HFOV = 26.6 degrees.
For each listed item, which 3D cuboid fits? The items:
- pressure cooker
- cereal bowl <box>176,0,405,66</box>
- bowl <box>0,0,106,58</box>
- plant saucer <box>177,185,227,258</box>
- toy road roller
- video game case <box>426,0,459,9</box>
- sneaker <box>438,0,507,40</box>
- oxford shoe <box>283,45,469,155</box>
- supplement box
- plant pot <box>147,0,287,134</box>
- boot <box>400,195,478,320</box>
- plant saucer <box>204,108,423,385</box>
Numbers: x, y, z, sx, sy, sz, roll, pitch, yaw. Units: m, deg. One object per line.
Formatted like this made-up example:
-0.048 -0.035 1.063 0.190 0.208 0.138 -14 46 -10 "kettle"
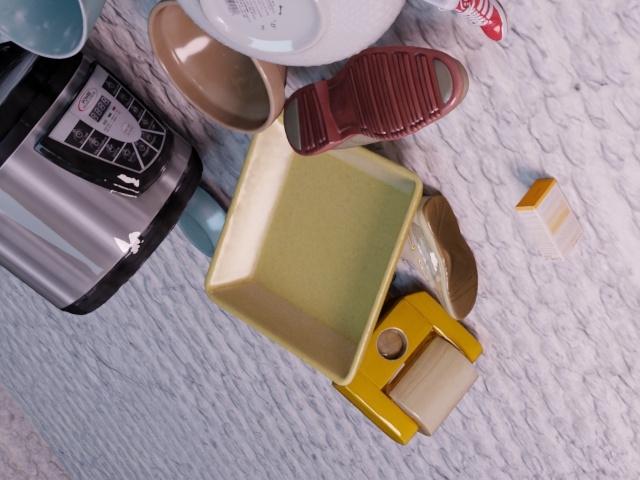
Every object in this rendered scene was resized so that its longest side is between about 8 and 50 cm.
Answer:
-0.454 -0.124 2.233 0.420 0.375 0.370 40 179 -16 "pressure cooker"
-0.053 -0.333 1.680 0.338 0.141 0.339 11 147 7 "cereal bowl"
-0.419 -0.444 2.031 0.311 0.163 0.312 29 147 21 "bowl"
-0.214 -0.025 2.436 0.195 0.037 0.195 40 156 22 "plant saucer"
0.080 0.166 2.237 0.329 0.202 0.240 43 167 -5 "toy road roller"
0.056 -0.448 1.448 0.329 0.036 0.300 28 110 20 "video game case"
0.184 -0.280 1.654 0.042 0.067 0.118 3 133 47 "sneaker"
0.093 -0.195 1.832 0.348 0.130 0.123 -6 93 53 "oxford shoe"
0.312 -0.027 1.844 0.036 0.062 0.098 -2 128 49 "supplement box"
-0.128 -0.278 1.964 0.237 0.110 0.237 31 150 20 "plant pot"
0.145 0.021 2.080 0.165 0.077 0.213 6 128 43 "boot"
0.000 0.000 2.050 0.332 0.081 0.333 30 107 36 "plant saucer"
